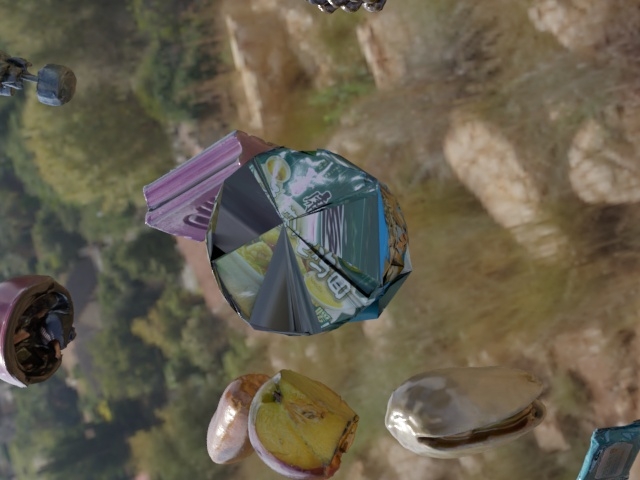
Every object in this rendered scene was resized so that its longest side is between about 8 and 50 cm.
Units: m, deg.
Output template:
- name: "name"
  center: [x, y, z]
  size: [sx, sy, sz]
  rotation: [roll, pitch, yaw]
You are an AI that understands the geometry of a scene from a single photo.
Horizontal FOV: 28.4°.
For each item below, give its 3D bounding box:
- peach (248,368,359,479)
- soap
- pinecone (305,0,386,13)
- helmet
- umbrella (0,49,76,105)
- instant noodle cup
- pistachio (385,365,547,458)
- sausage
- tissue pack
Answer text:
- name: "peach"
  center: [-0.024, 0.226, 1.532]
  size: [0.151, 0.151, 0.118]
  rotation: [66, 151, 23]
- name: "soap"
  center: [-0.143, -0.074, 1.782]
  size: [0.203, 0.122, 0.065]
  rotation: [-29, 58, 34]
- name: "pinecone"
  center: [0.056, -0.431, 1.602]
  size: [0.246, 0.292, 0.246]
  rotation: [17, 139, 16]
- name: "helmet"
  center: [-0.532, 0.150, 2.201]
  size: [0.253, 0.154, 0.198]
  rotation: [25, -103, -69]
- name: "umbrella"
  center: [-0.449, -0.202, 1.471]
  size: [0.143, 0.349, 0.094]
  rotation: [-67, -14, -46]
- name: "instant noodle cup"
  center: [0.000, 0.000, 1.555]
  size: [0.178, 0.240, 0.240]
  rotation: [-2, -106, -69]
- name: "pistachio"
  center: [0.198, 0.232, 1.742]
  size: [0.152, 0.223, 0.126]
  rotation: [-76, -25, -64]
- name: "sausage"
  center: [-0.120, 0.276, 1.944]
  size: [0.098, 0.098, 0.238]
  rotation: [65, 155, 26]
- name: "tissue pack"
  center: [0.371, 0.273, 1.614]
  size: [0.028, 0.085, 0.138]
  rotation: [-115, 24, -45]
